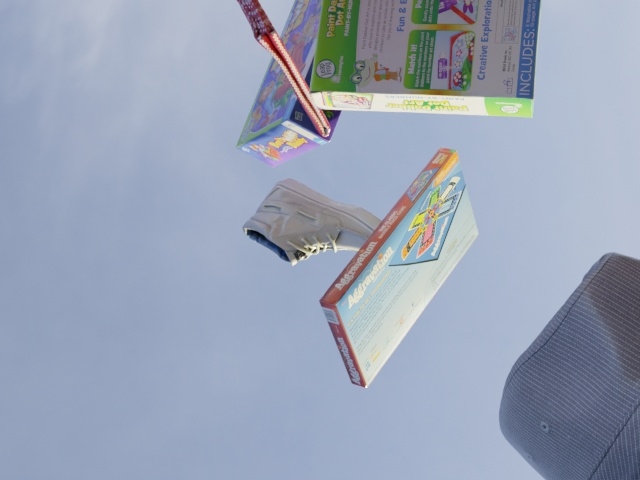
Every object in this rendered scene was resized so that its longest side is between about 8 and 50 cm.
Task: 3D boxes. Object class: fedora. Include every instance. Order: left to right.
[{"bbox_3d":[0.213,0.094,0.831,0.124,0.275,0.244,35,-115,16],"label":"fedora"}]

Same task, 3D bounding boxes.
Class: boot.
[{"bbox_3d":[0.000,0.000,1.838,0.123,0.258,0.095,-50,-37,-22],"label":"boot"}]

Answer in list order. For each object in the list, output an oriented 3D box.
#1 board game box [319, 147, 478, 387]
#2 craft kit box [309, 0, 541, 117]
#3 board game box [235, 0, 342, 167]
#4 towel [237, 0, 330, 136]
[{"bbox_3d":[0.102,0.029,1.425,0.281,0.027,0.145,-50,-42,-32],"label":"board game box"},{"bbox_3d":[0.125,-0.264,1.321,0.061,0.247,0.250,64,-147,-70],"label":"craft kit box"},{"bbox_3d":[-0.005,-0.306,1.910,0.078,0.233,0.347,26,-107,-19],"label":"board game box"},{"bbox_3d":[-0.073,-0.281,1.604,0.199,0.031,0.275,56,-175,-45],"label":"towel"}]
